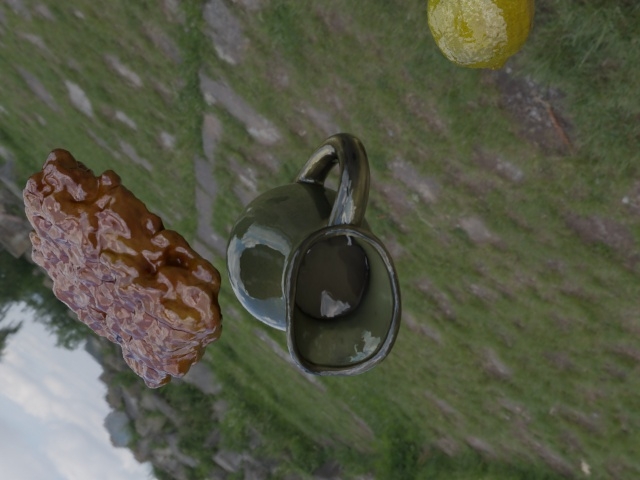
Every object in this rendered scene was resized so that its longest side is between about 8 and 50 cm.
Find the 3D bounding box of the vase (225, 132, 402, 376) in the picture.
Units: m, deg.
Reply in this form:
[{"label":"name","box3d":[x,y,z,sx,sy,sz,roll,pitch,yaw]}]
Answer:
[{"label":"vase","box3d":[0.000,0.000,1.004,0.241,0.329,0.302,10,-171,-22]}]

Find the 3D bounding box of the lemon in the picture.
[{"label":"lemon","box3d":[0.291,-0.420,1.219,0.192,0.192,0.231,13,137,52]}]

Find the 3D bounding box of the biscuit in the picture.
[{"label":"biscuit","box3d":[-0.276,0.054,0.934,0.312,0.110,0.318,43,147,3]}]
